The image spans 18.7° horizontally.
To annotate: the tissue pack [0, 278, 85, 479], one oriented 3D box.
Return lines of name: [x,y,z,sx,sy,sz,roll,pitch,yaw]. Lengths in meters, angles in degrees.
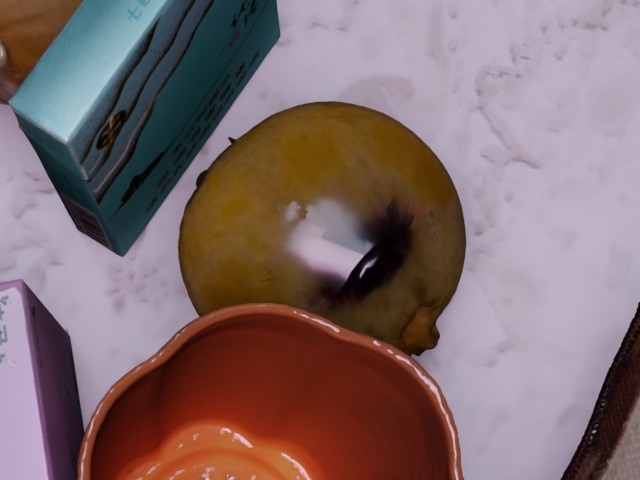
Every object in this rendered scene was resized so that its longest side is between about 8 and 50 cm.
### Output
tissue pack: [-0.162,0.157,0.976,0.092,0.148,0.246,-10,76,0]

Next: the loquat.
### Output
loquat: [0.000,0.000,1.019,0.163,0.137,0.163,-2,84,15]

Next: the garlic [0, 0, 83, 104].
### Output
garlic: [-0.152,-0.160,1.076,0.115,0.128,0.206,3,64,44]

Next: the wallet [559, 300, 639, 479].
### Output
wallet: [0.185,0.186,0.940,0.275,0.068,0.335,43,65,-28]

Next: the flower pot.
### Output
flower pot: [-0.036,0.136,0.957,0.190,0.173,0.190,3,78,-12]

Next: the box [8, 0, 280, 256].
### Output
box: [-0.081,-0.088,0.993,0.041,0.229,0.162,33,78,8]
